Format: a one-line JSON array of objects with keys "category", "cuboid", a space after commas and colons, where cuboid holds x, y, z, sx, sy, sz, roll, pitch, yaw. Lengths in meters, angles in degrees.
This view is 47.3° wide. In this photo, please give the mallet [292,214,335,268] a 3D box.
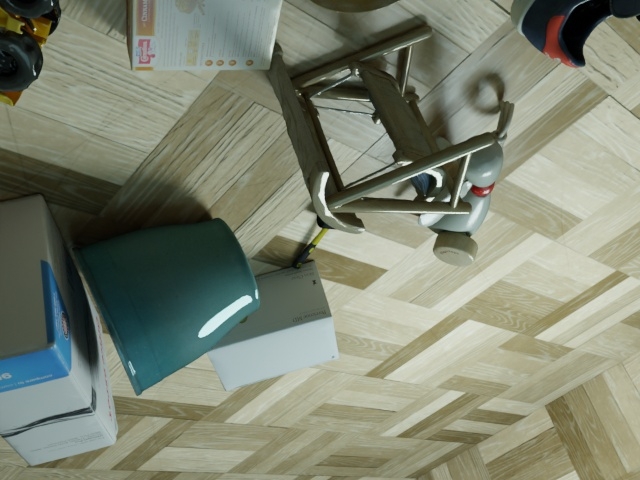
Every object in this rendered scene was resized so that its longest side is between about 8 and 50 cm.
[{"category": "mallet", "cuboid": [0.000, 0.000, 1.444, 0.062, 0.039, 0.189, -2, 148, -26]}]

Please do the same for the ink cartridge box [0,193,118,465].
[{"category": "ink cartridge box", "cuboid": [-0.477, 0.164, 1.222, 0.166, 0.285, 0.395, -13, 145, -9]}]

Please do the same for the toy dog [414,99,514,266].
[{"category": "toy dog", "cuboid": [0.227, -0.093, 1.310, 0.161, 0.220, 0.333, 13, 137, 10]}]

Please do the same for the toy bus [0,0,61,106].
[{"category": "toy bus", "cuboid": [-0.384, -0.287, 0.783, 0.211, 0.149, 0.220, 19, 131, -21]}]

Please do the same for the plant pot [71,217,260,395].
[{"category": "plant pot", "cuboid": [-0.254, 0.091, 1.267, 0.255, 0.271, 0.271, -23, 148, -18]}]

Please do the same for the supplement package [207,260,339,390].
[{"category": "supplement package", "cuboid": [-0.109, 0.185, 1.550, 0.262, 0.145, 0.204, -16, 146, -5]}]

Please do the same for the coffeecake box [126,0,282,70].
[{"category": "coffeecake box", "cuboid": [-0.150, -0.292, 0.928, 0.185, 0.068, 0.142, -5, 144, -19]}]

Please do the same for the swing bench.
[{"category": "swing bench", "cuboid": [0.072, -0.158, 1.056, 0.255, 0.253, 0.165, -11, 145, -10]}]

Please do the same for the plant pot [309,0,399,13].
[{"category": "plant pot", "cuboid": [0.061, -0.393, 0.917, 0.236, 0.032, 0.236, -12, 145, -9]}]

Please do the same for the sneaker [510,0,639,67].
[{"category": "sneaker", "cuboid": [0.416, -0.382, 0.971, 0.131, 0.148, 0.350, -7, 145, -39]}]
